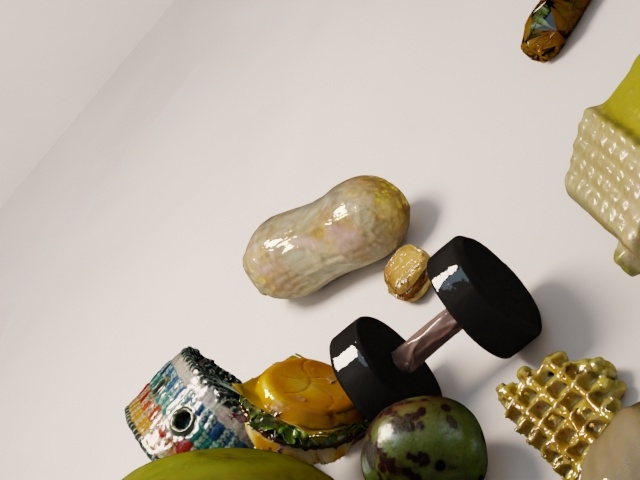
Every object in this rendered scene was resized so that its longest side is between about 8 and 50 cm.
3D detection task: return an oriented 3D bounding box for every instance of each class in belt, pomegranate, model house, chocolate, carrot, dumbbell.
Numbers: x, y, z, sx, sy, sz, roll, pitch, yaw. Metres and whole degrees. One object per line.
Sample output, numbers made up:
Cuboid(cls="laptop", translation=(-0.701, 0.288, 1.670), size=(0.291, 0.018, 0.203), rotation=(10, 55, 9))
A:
Cuboid(cls="belt", translation=(-0.158, 0.262, 1.755), size=(0.160, 0.207, 0.295), rotation=(-52, 29, -2))
Cuboid(cls="pomegranate", translation=(0.113, 0.256, 1.440), size=(0.148, 0.148, 0.169), rotation=(-15, 58, 49))
Cuboid(cls="model house", translation=(0.369, -0.086, 1.393), size=(0.234, 0.175, 0.193), rotation=(-45, 29, 7))
Cuboid(cls="chocolate", translation=(0.000, 0.000, 1.896), size=(0.309, 0.134, 0.134), rotation=(-25, 39, 41))
Cuboid(cls="carrot", translation=(0.357, -0.353, 1.837), size=(0.228, 0.069, 0.069), rotation=(-55, 28, -6))
Cuboid(cls="dumbbell", translation=(0.134, 0.113, 1.544), size=(0.218, 0.152, 0.152), rotation=(-42, 30, 20))

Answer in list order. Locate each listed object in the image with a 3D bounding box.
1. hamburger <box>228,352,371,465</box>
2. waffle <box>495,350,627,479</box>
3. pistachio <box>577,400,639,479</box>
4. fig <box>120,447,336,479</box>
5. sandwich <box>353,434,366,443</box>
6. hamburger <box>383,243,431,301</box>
Cuboid(cls="hamburger", translation=(-0.017, 0.211, 1.591), size=(0.164, 0.190, 0.093), rotation=(31, 122, 36))
Cuboid(cls="waffle", translation=(0.252, 0.196, 1.386), size=(0.161, 0.046, 0.192), rotation=(-29, 36, 34))
Cuboid(cls="pistachio", translation=(0.300, 0.253, 1.160), size=(0.153, 0.137, 0.237), rotation=(4, 55, 17))
Cuboid(cls="fig", translation=(-0.110, 0.374, 1.414), size=(0.343, 0.343, 0.343), rotation=(-37, 32, 28))
Cuboid(cls="sandwich", translation=(0.050, 0.211, 1.680), size=(0.105, 0.036, 0.093), rotation=(-33, 33, 31))
Cuboid(cls="hamburger", translation=(0.119, 0.045, 1.756), size=(0.076, 0.044, 0.083), rotation=(-48, 31, 5))
